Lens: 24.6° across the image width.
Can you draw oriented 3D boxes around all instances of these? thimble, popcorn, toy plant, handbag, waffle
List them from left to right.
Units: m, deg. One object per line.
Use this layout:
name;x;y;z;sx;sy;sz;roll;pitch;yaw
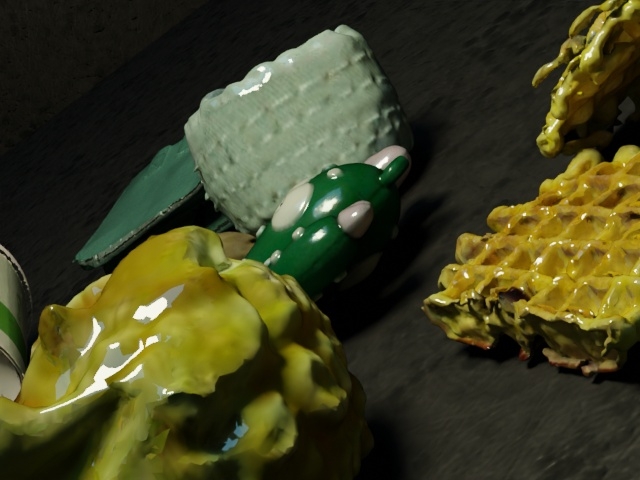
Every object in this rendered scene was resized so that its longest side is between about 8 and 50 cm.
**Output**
popcorn;-0.110;0.156;1.102;0.279;0.274;0.335;0;42;16
handbag;-0.164;-0.057;1.894;0.268;0.100;0.274;-34;19;24
thimble;-0.033;-0.120;1.616;0.250;0.172;0.205;-27;1;26
toy plant;0.000;0.000;1.438;0.243;0.112;0.232;-41;8;41
waffle;0.203;0.016;1.132;0.283;0.065;0.309;-28;18;22
waffle;0.289;-0.187;1.261;0.262;0.060;0.281;-20;-35;-54

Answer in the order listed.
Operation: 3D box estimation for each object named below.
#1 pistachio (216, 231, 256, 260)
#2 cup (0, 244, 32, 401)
pistachio;-0.137;0.059;1.582;0.185;0.126;0.108;-36;62;-6
cup;-0.463;0.138;1.786;0.253;0.253;0.274;-39;26;-1
